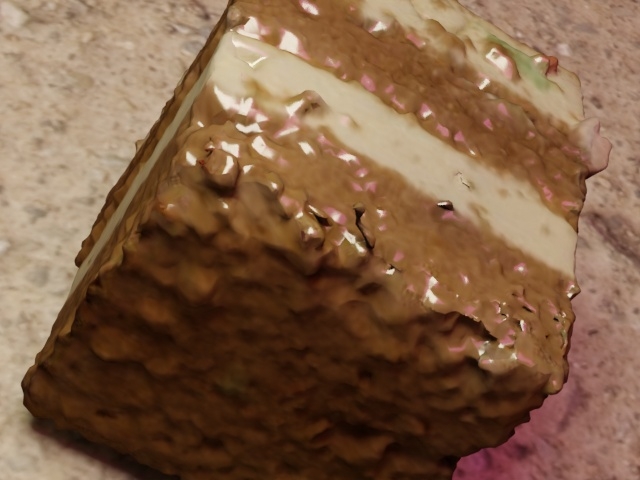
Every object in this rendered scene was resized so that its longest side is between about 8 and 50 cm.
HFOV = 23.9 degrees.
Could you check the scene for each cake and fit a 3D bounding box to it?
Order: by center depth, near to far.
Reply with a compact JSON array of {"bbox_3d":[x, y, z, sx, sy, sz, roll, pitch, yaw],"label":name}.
[{"bbox_3d":[0.000,0.000,0.942,0.256,0.282,0.290,31,40,-10],"label":"cake"}]
